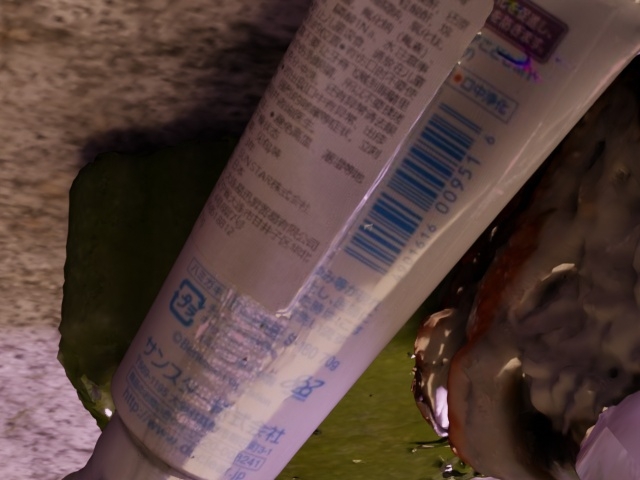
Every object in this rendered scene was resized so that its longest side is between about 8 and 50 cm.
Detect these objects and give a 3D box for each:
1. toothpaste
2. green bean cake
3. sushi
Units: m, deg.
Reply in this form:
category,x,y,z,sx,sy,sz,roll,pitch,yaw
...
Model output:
category,x,y,z,sx,sy,sz,roll,pitch,yaw
toothpaste,0.000,0.000,0.680,0.114,0.073,0.299,34,110,-1
green bean cake,-0.007,0.040,0.837,0.200,0.113,0.214,-9,151,11
sushi,0.167,-0.024,0.655,0.124,0.130,0.332,21,114,-38
